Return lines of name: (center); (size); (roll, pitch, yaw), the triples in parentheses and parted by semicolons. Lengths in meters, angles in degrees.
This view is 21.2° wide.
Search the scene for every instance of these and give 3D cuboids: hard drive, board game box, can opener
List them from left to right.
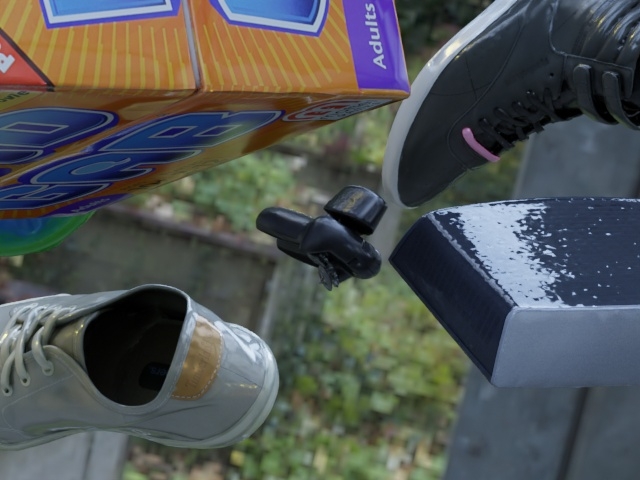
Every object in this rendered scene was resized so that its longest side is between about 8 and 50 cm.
board game box: (-0.216, -0.218, 1.088); (0.356, 0.357, 0.356); (-4, -9, -44)
can opener: (0.000, 0.000, 1.307); (0.059, 0.073, 0.186); (52, -17, -15)
hard drive: (0.191, 0.028, 1.110); (0.254, 0.054, 0.172); (-2, 30, -25)

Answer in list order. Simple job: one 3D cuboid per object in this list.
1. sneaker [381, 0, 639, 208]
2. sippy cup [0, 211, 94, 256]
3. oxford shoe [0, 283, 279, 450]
sneaker: (0.178, -0.114, 1.358); (0.104, 0.296, 0.147); (33, 13, -51)
sippy cup: (-0.254, -0.133, 1.506); (0.305, 0.240, 0.224); (-13, 18, 20)
oxford shoe: (-0.247, 0.112, 1.623); (0.449, 0.169, 0.130); (-1, -28, 35)
